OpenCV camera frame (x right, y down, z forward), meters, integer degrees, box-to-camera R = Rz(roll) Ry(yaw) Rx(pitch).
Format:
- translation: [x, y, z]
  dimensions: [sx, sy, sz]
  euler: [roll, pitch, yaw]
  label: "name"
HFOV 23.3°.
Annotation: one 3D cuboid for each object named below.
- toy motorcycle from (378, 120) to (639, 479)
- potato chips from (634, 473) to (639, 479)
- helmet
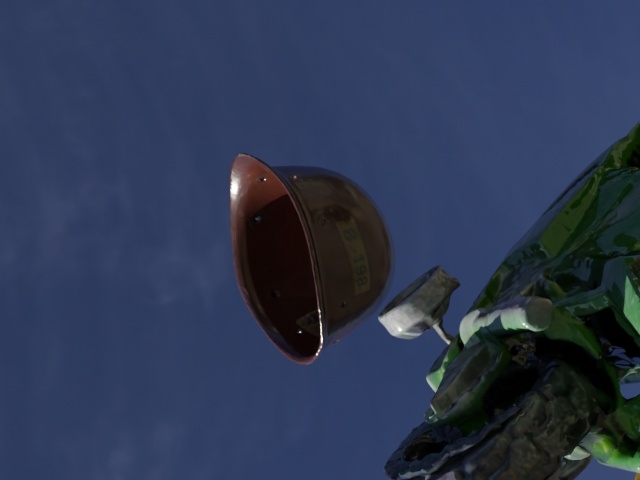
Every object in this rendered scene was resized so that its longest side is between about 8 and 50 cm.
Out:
- translation: [0.081, 0.016, 0.437]
  dimensions: [0.074, 0.106, 0.190]
  euler: [51, -151, -4]
  label: "toy motorcycle"
- translation: [0.262, 0.295, 1.008]
  dimensions: [0.057, 0.080, 0.407]
  euler: [-42, -68, -59]
  label: "potato chips"
- translation: [0.000, 0.000, 1.243]
  dimensions: [0.106, 0.155, 0.175]
  euler: [-22, -87, -25]
  label: "helmet"
